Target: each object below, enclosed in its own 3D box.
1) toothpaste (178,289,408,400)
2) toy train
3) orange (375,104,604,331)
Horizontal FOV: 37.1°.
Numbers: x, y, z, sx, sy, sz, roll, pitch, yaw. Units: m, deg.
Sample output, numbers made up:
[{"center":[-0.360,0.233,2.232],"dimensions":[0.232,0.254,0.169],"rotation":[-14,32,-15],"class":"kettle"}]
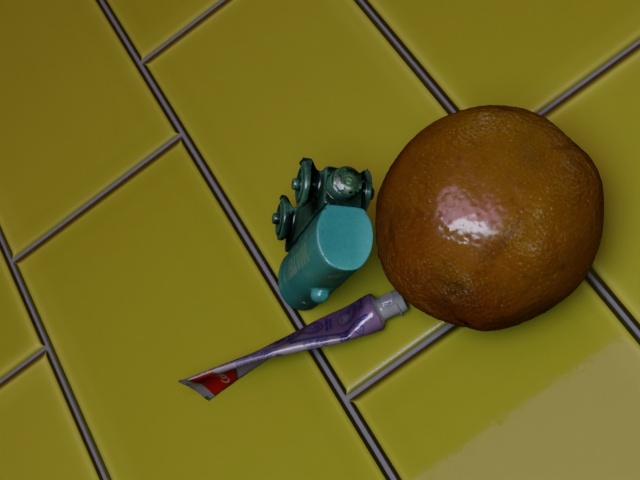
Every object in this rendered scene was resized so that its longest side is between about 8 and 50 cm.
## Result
[{"center":[-0.031,0.133,1.213],"dimensions":[0.301,0.075,0.048],"rotation":[-24,85,8],"class":"toothpaste"},{"center":[0.000,0.000,1.172],"dimensions":[0.101,0.248,0.159],"rotation":[5,71,-13],"class":"toy train"},{"center":[0.193,-0.030,1.090],"dimensions":[0.264,0.264,0.264],"rotation":[-8,66,19],"class":"orange"}]
